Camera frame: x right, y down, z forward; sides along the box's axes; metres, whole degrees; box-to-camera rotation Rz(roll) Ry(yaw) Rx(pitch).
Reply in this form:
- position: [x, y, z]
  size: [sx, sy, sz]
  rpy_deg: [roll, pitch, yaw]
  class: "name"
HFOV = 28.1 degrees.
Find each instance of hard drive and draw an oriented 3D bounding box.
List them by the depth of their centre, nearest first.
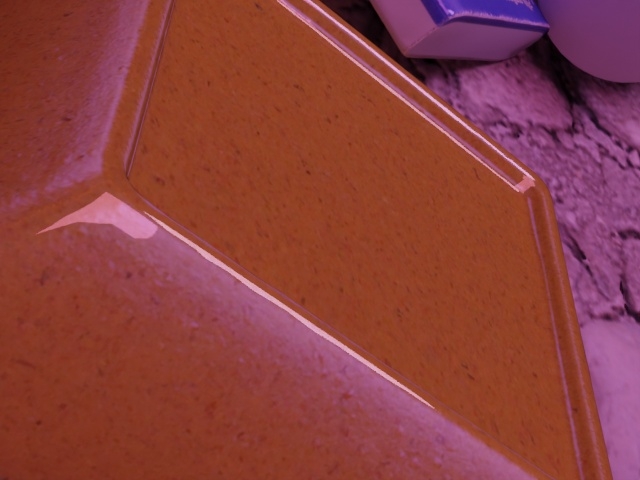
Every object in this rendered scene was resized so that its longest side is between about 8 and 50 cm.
- position: [0.015, -0.251, 0.757]
  size: [0.319, 0.040, 0.210]
  rpy_deg: [59, 24, 7]
  class: "hard drive"

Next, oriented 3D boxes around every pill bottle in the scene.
- position: [0.253, -0.212, 0.899]
  size: [0.152, 0.152, 0.272]
  rpy_deg: [51, 44, -2]
  class: "pill bottle"

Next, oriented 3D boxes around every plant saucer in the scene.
- position: [0.000, 0.000, 0.526]
  size: [0.332, 0.081, 0.333]
  rpy_deg: [35, 30, -22]
  class: "plant saucer"
